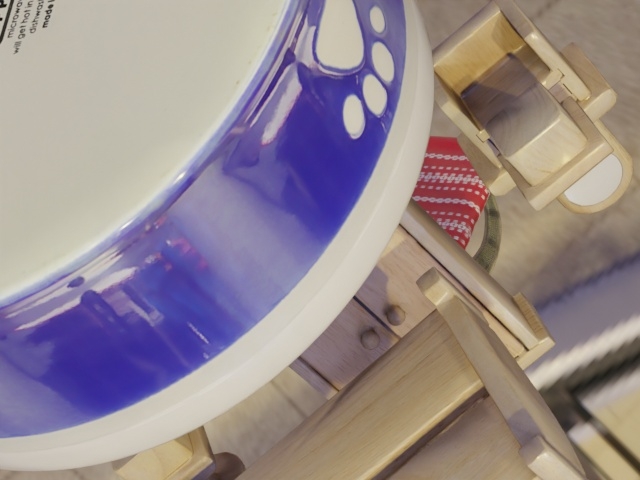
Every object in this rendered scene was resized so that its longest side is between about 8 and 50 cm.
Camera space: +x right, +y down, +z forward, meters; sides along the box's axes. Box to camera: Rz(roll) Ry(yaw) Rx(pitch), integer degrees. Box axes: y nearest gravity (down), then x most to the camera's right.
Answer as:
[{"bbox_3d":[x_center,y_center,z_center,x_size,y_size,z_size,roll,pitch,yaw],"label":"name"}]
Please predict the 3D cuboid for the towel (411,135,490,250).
[{"bbox_3d":[0.000,0.000,1.269,0.199,0.275,0.031,3,122,17],"label":"towel"}]

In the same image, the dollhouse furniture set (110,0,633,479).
[{"bbox_3d":[0.081,0.105,0.897,0.303,0.355,0.174,-40,126,10],"label":"dollhouse furniture set"}]

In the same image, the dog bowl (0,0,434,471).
[{"bbox_3d":[-0.098,-0.055,0.724,0.265,0.265,0.104,-39,138,0],"label":"dog bowl"}]

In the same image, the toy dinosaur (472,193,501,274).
[{"bbox_3d":[0.089,0.077,1.387,0.064,0.268,0.118,11,144,22],"label":"toy dinosaur"}]
